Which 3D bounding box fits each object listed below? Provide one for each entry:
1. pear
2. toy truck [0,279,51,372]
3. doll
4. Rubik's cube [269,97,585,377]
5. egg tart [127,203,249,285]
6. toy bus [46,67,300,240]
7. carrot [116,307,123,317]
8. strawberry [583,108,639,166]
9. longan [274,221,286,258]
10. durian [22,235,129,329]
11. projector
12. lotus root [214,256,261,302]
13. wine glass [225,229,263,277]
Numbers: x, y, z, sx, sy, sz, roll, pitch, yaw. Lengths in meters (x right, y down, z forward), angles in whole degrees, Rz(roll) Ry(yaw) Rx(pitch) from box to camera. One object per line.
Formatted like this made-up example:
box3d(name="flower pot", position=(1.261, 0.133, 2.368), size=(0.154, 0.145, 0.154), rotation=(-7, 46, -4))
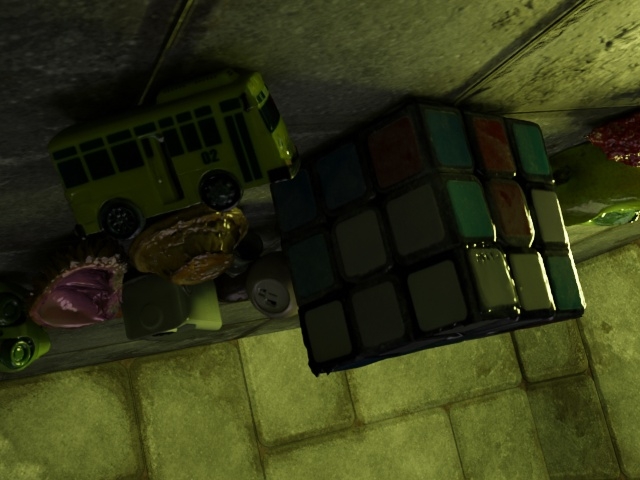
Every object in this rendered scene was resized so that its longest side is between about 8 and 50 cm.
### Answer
box3d(name="pear", position=(0.585, -0.114, 1.755), size=(0.292, 0.160, 0.292), rotation=(-10, 168, -2))
box3d(name="toy truck", position=(-0.624, 0.175, 1.690), size=(0.148, 0.187, 0.210), rotation=(0, 177, 28))
box3d(name="doll", position=(-0.060, 0.065, 1.805), size=(0.150, 0.151, 0.287), rotation=(-18, -167, 23))
box3d(name="Rubik's cube", position=(0.174, 0.003, 1.361), size=(0.358, 0.363, 0.362), rotation=(1, 161, -43))
box3d(name="egg tart", position=(-0.238, 0.016, 1.535), size=(0.241, 0.106, 0.241), rotation=(-22, 162, -7))
box3d(name="toy bus", position=(-0.166, -0.104, 0.962), size=(0.262, 0.150, 0.128), rotation=(-15, -163, 8))
box3d(name="carrot", position=(-0.465, 0.145, 1.993), size=(0.193, 0.087, 0.087), rotation=(-14, 168, 14))
box3d(name="strawberry", position=(0.623, -0.194, 1.546), size=(0.228, 0.098, 0.174), rotation=(-7, 166, -33))
box3d(name="longan", position=(0.000, 0.000, 1.658), size=(0.204, 0.159, 0.185), rotation=(22, -166, 19))
box3d(name="durian", position=(-0.476, 0.075, 1.585), size=(0.191, 0.112, 0.341), rotation=(-1, 154, -18))
box3d(name="projector", position=(-0.335, 0.123, 1.793), size=(0.163, 0.177, 0.242), rotation=(-17, 167, 14))
box3d(name="lotus root", position=(-0.197, 0.091, 1.957), size=(0.209, 0.120, 0.120), rotation=(-11, 169, -24))
box3d(name="wine glass", position=(-0.174, 0.030, 1.788), size=(0.072, 0.072, 0.155), rotation=(-9, 168, -19))
